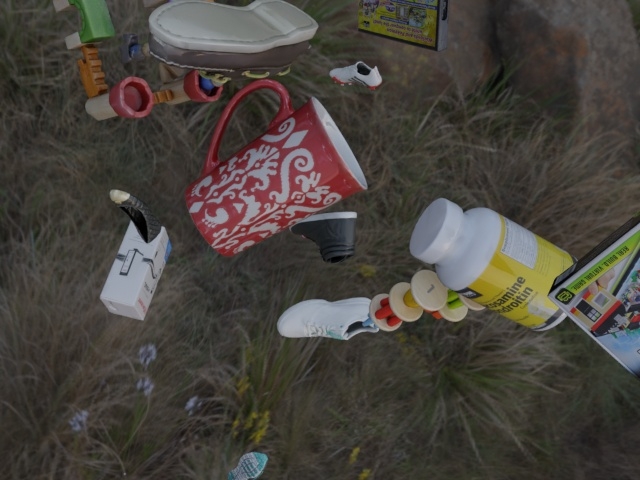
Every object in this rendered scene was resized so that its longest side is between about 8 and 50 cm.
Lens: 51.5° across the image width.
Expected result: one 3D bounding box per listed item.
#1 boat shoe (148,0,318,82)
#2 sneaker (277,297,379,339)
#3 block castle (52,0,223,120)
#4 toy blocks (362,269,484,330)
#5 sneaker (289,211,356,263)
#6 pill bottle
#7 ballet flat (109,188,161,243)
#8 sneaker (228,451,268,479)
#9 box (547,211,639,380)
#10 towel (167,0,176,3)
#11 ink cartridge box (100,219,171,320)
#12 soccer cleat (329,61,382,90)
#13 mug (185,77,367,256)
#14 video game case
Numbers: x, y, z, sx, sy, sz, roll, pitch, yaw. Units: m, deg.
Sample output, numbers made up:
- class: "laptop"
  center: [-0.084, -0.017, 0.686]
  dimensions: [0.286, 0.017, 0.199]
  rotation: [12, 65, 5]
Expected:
- class: "boat shoe"
  center: [-0.119, -0.267, 0.916]
  dimensions: [0.117, 0.096, 0.324]
  rotation: [39, 34, 11]
- class: "sneaker"
  center: [0.018, 0.174, 1.374]
  dimensions: [0.212, 0.080, 0.094]
  rotation: [-10, 36, -6]
- class: "block castle"
  center: [-0.392, -0.503, 1.445]
  dimensions: [0.303, 0.213, 0.452]
  rotation: [-27, 108, -49]
- class: "toy blocks"
  center: [0.132, 0.087, 0.879]
  dimensions: [0.123, 0.148, 0.054]
  rotation: [3, 67, -27]
- class: "sneaker"
  center: [0.000, 0.000, 1.990]
  dimensions: [0.105, 0.296, 0.146]
  rotation: [1, 85, -38]
- class: "pill bottle"
  center: [0.200, 0.025, 0.767]
  dimensions: [0.184, 0.103, 0.103]
  rotation: [26, 66, -14]
- class: "ballet flat"
  center: [-0.379, -0.051, 1.366]
  dimensions: [0.058, 0.173, 0.049]
  rotation: [8, 64, 23]
- class: "sneaker"
  center: [-0.173, 0.581, 1.706]
  dimensions: [0.076, 0.166, 0.065]
  rotation: [-11, 62, -46]
- class: "box"
  center: [0.301, 0.019, 0.539]
  dimensions: [0.114, 0.207, 0.036]
  rotation: [43, 39, 6]
- class: "towel"
  center: [-0.316, -0.488, 1.444]
  dimensions: [0.060, 0.009, 0.083]
  rotation: [41, 70, -34]
- class: "ink cartridge box"
  center: [-0.433, 0.072, 1.572]
  dimensions: [0.086, 0.148, 0.203]
  rotation: [16, 69, 0]
- class: "soccer cleat"
  center: [0.046, -0.228, 0.901]
  dimensions: [0.083, 0.035, 0.029]
  rotation: [23, 60, 34]
- class: "mug"
  center: [-0.057, -0.077, 0.718]
  dimensions: [0.169, 0.113, 0.150]
  rotation: [-31, 70, 12]
- class: "video game case"
  center: [0.176, -0.562, 1.446]
  dimensions: [0.035, 0.248, 0.275]
  rotation: [-21, 34, -30]
